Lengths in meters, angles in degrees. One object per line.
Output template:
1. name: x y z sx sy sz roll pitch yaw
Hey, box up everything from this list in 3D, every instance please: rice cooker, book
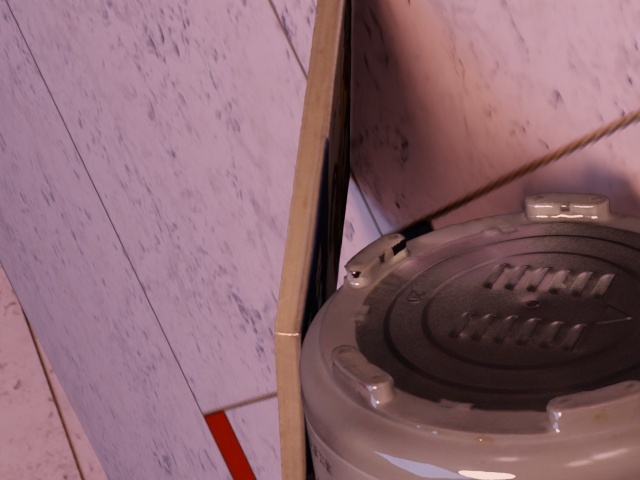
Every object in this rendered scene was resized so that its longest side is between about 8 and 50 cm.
1. rice cooker: 0.111 0.122 0.835 0.281 0.241 0.227 3 121 22
2. book: 0.000 0.000 1.019 0.228 0.018 0.322 88 -174 -49
